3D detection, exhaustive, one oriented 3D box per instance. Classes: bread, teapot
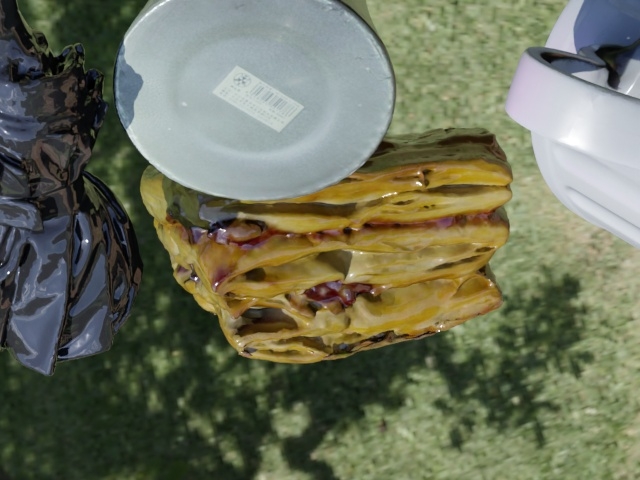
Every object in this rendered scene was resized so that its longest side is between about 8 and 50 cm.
[{"bbox_3d":[0.000,0.000,1.104,0.324,0.277,0.167,-168,72,-76],"label":"bread"},{"bbox_3d":[-0.041,-0.137,0.827,0.162,0.239,0.149,-27,37,27],"label":"teapot"}]

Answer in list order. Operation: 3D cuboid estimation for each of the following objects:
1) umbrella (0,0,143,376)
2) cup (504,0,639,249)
[{"bbox_3d":[-0.171,-0.056,0.775,0.118,0.118,0.340,34,147,32],"label":"umbrella"},{"bbox_3d":[0.197,-0.032,0.617,0.202,0.221,0.167,43,151,51],"label":"cup"}]
